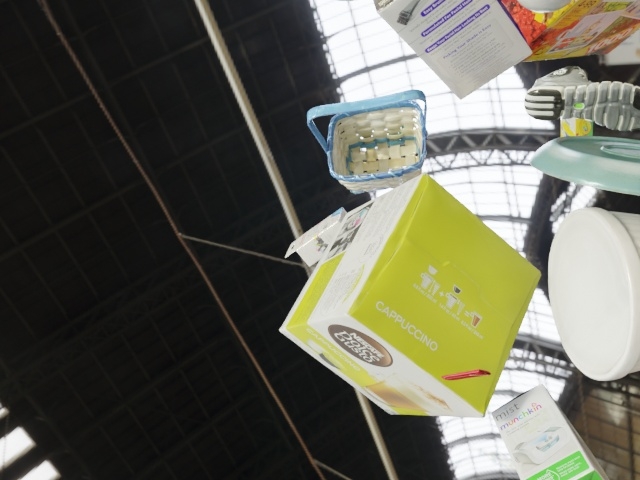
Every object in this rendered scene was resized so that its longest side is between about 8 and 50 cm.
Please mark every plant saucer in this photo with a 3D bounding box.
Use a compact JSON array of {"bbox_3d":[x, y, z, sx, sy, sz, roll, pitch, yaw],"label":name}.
[{"bbox_3d":[0.506,-0.127,0.984,0.317,0.317,0.044,-15,-63,-44],"label":"plant saucer"}]

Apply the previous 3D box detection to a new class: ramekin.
[{"bbox_3d":[0.479,0.081,0.966,0.127,0.273,0.273,-3,-76,-3],"label":"ramekin"}]

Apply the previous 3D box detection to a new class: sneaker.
[{"bbox_3d":[0.490,-0.268,1.082,0.132,0.228,0.086,-57,-29,-42],"label":"sneaker"}]

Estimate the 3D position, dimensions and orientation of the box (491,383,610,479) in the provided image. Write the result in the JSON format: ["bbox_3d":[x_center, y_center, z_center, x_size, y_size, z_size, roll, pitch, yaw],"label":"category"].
[{"bbox_3d":[0.455,0.444,1.117,0.126,0.231,0.262,-35,-71,12],"label":"box"}]

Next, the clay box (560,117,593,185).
[{"bbox_3d":[0.732,-0.281,1.741,0.128,0.053,0.222,-90,-13,-55],"label":"clay box"}]

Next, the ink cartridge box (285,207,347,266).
[{"bbox_3d":[0.000,0.000,1.605,0.062,0.181,0.104,51,-160,-13],"label":"ink cartridge box"}]

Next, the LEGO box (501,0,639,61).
[{"bbox_3d":[0.685,-0.637,1.484,0.499,0.372,0.193,-17,-105,-36],"label":"LEGO box"}]

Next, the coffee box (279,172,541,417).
[{"bbox_3d":[0.180,0.129,1.263,0.337,0.334,0.338,38,-115,-13],"label":"coffee box"}]

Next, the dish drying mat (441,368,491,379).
[{"bbox_3d":[0.245,0.228,1.024,0.032,0.083,0.008,15,-117,-33],"label":"dish drying mat"}]

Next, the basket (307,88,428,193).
[{"bbox_3d":[0.119,-0.232,1.383,0.289,0.254,0.201,56,-150,-68],"label":"basket"}]

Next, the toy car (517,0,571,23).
[{"bbox_3d":[0.355,-0.451,0.938,0.238,0.219,0.211,50,-130,-64],"label":"toy car"}]

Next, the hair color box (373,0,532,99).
[{"bbox_3d":[0.271,-0.453,1.244,0.338,0.185,0.110,27,-139,-46],"label":"hair color box"}]
